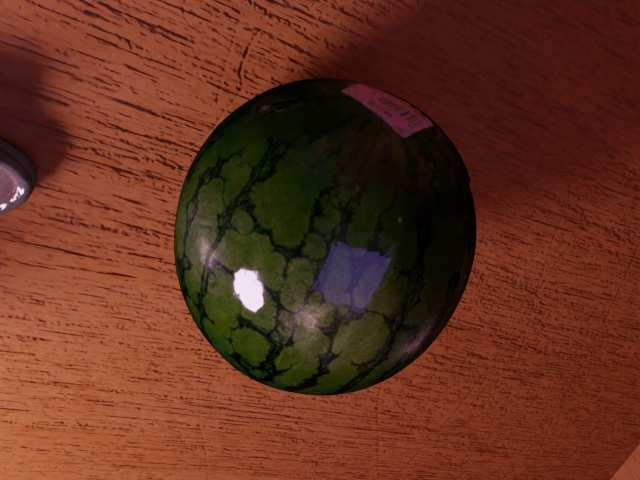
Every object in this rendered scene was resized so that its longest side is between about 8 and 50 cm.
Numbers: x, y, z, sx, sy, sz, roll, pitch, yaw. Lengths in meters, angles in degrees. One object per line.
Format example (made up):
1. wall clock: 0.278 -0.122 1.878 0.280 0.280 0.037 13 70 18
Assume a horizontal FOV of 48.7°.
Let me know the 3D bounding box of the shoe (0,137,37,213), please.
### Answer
1. shoe: -0.403 -0.094 0.710 0.103 0.100 0.251 -46 130 11

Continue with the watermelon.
1. watermelon: 0.000 0.000 0.806 0.362 0.363 0.364 -12 126 -17
